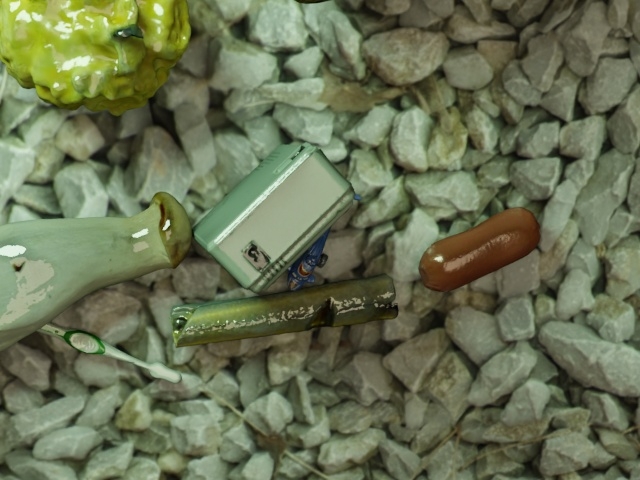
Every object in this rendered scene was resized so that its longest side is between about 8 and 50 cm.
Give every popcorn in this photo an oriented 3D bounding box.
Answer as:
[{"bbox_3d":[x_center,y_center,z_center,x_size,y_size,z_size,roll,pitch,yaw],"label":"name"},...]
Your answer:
[{"bbox_3d":[-0.291,-0.272,1.453,0.249,0.225,0.249,-2,104,-7],"label":"popcorn"}]

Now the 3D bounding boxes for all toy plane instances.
[{"bbox_3d":[0.000,0.000,1.611,0.054,0.062,0.167,33,78,-11],"label":"toy plane"}]

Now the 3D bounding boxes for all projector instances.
[{"bbox_3d":[-0.063,-0.034,1.495,0.192,0.257,0.099,-46,101,-5],"label":"projector"}]

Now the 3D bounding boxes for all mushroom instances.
[{"bbox_3d":[-0.332,0.035,1.528,0.329,0.122,0.159,-17,106,-12],"label":"mushroom"}]

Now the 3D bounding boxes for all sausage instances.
[{"bbox_3d":[0.232,0.014,1.648,0.194,0.077,0.077,-24,98,-9],"label":"sausage"}]

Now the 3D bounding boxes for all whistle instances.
[{"bbox_3d":[-0.050,0.102,1.611,0.327,0.057,0.068,-7,51,-10],"label":"whistle"}]

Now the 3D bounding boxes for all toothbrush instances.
[{"bbox_3d":[-0.335,0.138,1.575,0.304,0.030,0.030,23,90,-11],"label":"toothbrush"}]

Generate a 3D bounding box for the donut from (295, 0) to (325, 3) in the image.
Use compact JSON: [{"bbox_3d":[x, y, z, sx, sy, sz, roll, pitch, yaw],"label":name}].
[{"bbox_3d":[0.085,-0.425,1.448,0.360,0.360,0.170,-25,99,-8],"label":"donut"}]
